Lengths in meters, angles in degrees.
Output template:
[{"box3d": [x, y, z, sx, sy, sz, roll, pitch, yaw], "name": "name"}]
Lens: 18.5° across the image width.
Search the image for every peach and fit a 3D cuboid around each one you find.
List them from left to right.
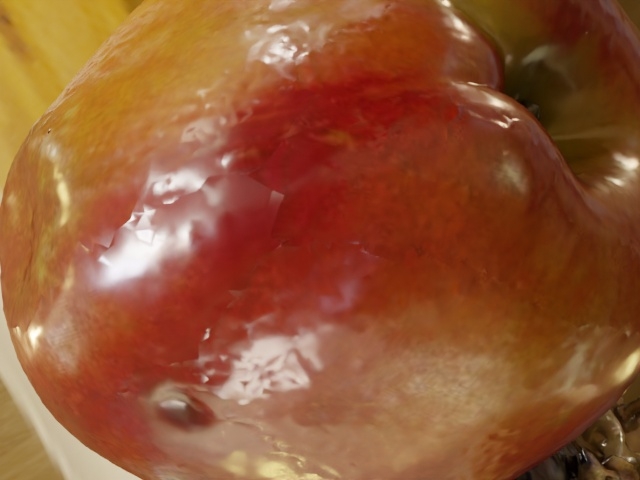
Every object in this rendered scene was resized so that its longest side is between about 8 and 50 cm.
[{"box3d": [0.000, 0.000, 0.651, 0.243, 0.243, 0.199, -29, -89, -30], "name": "peach"}]

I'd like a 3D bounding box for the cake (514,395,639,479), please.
[{"box3d": [0.108, 0.202, 1.332, 0.332, 0.332, 0.321, -24, -69, -30], "name": "cake"}]
